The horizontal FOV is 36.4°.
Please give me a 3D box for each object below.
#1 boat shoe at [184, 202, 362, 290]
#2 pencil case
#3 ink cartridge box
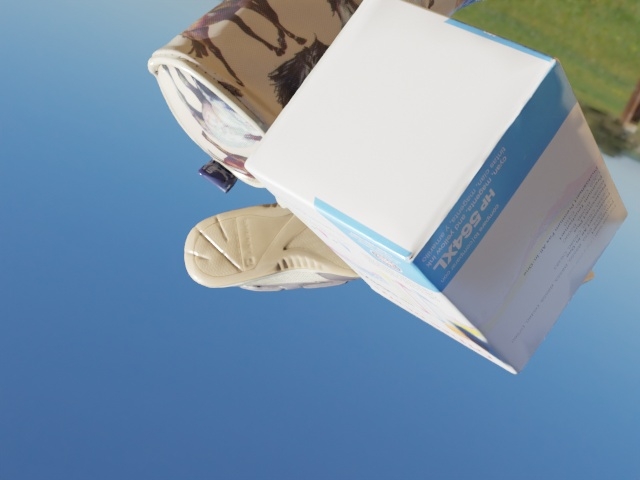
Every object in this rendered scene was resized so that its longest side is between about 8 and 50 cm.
[{"bbox_3d":[0.000,0.000,1.033,0.285,0.103,0.092,-11,170,15],"label":"boat shoe"},{"bbox_3d":[0.030,-0.218,0.967,0.183,0.410,0.160,52,155,-14],"label":"pencil case"},{"bbox_3d":[0.057,-0.016,0.407,0.092,0.090,0.143,31,172,38],"label":"ink cartridge box"}]
